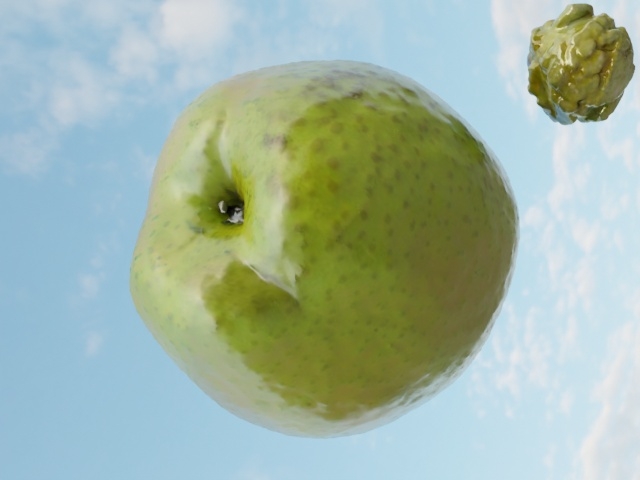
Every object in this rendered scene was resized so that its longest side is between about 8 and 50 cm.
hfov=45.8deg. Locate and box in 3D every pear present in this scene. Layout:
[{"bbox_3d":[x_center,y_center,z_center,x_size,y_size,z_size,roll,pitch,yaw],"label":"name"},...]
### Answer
[{"bbox_3d":[0.000,0.000,0.719,0.391,0.391,0.390,-10,-77,-48],"label":"pear"}]

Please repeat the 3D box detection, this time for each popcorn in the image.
[{"bbox_3d":[0.255,-0.171,0.761,0.116,0.121,0.106,28,-94,-14],"label":"popcorn"}]
